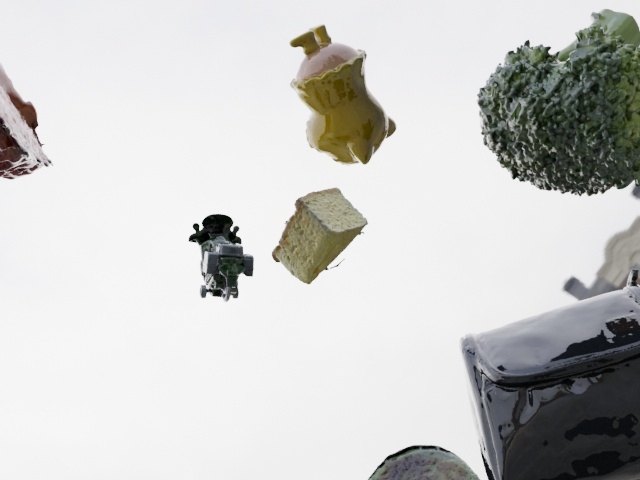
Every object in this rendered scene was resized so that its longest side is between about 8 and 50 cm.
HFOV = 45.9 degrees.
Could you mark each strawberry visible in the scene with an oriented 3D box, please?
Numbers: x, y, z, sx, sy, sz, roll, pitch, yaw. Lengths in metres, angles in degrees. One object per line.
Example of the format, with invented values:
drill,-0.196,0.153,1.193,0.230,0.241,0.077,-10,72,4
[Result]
strawberry,-0.444,-0.178,0.890,0.150,0.280,0.253,-26,-85,-10

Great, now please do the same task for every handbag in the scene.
handbag,0.337,0.179,0.983,0.302,0.274,0.178,-16,-26,9

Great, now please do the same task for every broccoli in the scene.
broccoli,0.341,-0.164,0.991,0.260,0.288,0.235,-26,-78,-21

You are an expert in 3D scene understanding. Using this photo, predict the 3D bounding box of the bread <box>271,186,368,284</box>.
bread,0.000,0.000,0.995,0.080,0.084,0.109,-14,-40,-47

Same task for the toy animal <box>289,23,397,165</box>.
toy animal,0.032,-0.235,1.225,0.156,0.156,0.229,-35,-74,-13

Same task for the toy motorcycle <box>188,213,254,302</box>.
toy motorcycle,-0.220,0.036,1.672,0.125,0.275,0.187,3,-86,-19

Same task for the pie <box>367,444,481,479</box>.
pie,0.172,0.461,1.313,0.241,0.240,0.054,-33,-51,-15
